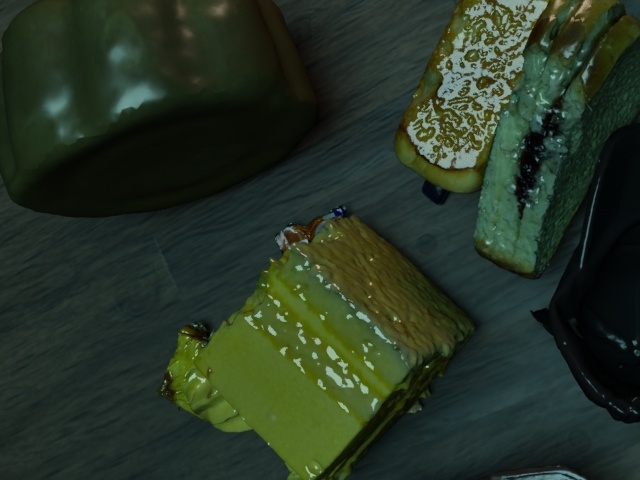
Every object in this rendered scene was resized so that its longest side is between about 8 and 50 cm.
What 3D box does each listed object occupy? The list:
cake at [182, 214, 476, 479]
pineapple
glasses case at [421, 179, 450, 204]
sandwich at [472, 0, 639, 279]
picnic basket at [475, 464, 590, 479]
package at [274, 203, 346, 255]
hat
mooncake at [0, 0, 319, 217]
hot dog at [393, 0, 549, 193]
[{"bbox_3d":[-0.003,0.149,1.451,0.227,0.222,0.286,43,113,15],"label":"cake"},{"bbox_3d":[-0.161,0.178,1.603,0.116,0.069,0.137,-23,73,25],"label":"pineapple"},{"bbox_3d":[0.153,-0.085,1.498,0.033,0.023,0.083,32,100,14],"label":"glasses case"},{"bbox_3d":[0.248,-0.112,1.317,0.100,0.254,0.288,31,89,21],"label":"sandwich"},{"bbox_3d":[0.210,0.373,1.419,0.297,0.129,0.222,-17,85,21],"label":"picnic basket"},{"bbox_3d":[0.001,0.000,1.552,0.111,0.033,0.077,-33,106,22],"label":"package"},{"bbox_3d":[0.365,0.049,1.365,0.238,0.209,0.336,9,76,2],"label":"hat"},{"bbox_3d":[-0.202,-0.178,1.458,0.379,0.378,0.200,-23,77,19],"label":"mooncake"},{"bbox_3d":[0.193,-0.180,1.415,0.150,0.153,0.256,28,100,15],"label":"hot dog"}]
